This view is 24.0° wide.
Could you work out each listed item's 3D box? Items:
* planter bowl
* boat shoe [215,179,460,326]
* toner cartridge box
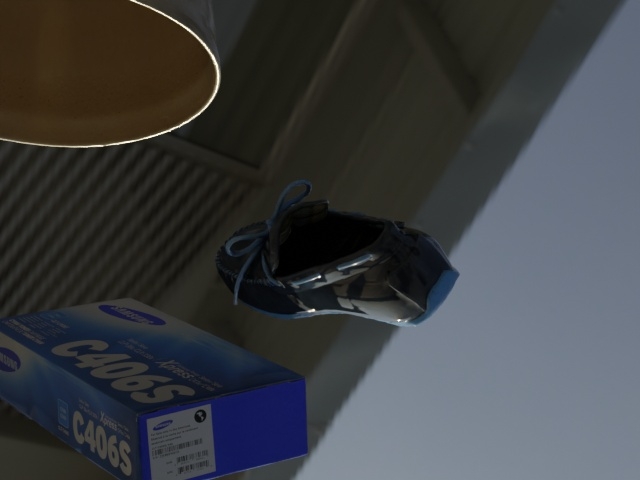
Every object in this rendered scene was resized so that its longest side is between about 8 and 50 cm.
[{"bbox_3d":[-0.128,-0.127,0.722,0.162,0.162,0.109,-22,-120,42],"label":"planter bowl"},{"bbox_3d":[0.000,0.000,1.158,0.258,0.089,0.109,-3,-131,49],"label":"boat shoe"},{"bbox_3d":[-0.171,0.132,1.390,0.348,0.165,0.075,17,-69,55],"label":"toner cartridge box"}]
